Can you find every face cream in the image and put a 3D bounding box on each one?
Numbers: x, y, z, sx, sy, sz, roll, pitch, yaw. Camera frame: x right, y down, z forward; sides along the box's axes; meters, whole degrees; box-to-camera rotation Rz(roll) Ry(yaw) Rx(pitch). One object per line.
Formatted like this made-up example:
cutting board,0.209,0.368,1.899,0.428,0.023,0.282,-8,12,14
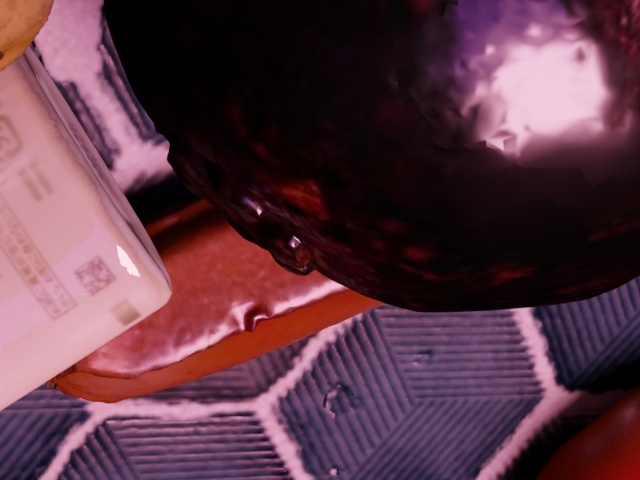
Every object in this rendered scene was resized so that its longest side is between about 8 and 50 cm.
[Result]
face cream,-0.259,0.047,0.673,0.348,0.081,0.173,-33,87,1

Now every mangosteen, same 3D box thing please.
mangosteen,0.057,-0.127,0.583,0.297,0.297,0.313,14,99,-26

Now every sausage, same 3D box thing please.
sausage,0.000,0.000,0.758,0.330,0.102,0.102,-22,123,-7

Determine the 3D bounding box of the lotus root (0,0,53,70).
lotus root,-0.221,-0.127,0.578,0.284,0.146,0.160,-9,135,-17

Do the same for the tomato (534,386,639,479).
tomato,0.264,0.239,0.909,0.299,0.226,0.298,-9,124,-14
